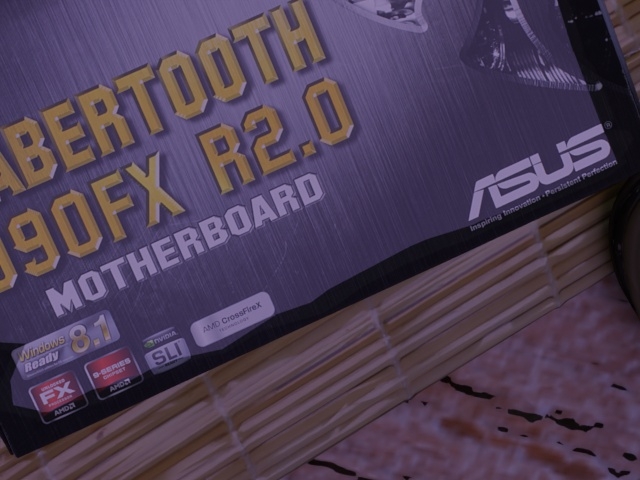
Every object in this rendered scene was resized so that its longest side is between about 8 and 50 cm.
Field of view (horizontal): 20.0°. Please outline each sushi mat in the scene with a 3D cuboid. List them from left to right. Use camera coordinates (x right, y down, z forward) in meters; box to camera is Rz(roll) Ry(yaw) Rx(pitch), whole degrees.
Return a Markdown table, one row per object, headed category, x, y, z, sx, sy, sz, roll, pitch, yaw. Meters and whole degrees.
| category | x | y | z | sx | sy | sz | roll | pitch | yaw |
| --- | --- | --- | --- | --- | --- | --- | --- | --- | --- |
| sushi mat | 0.000 | 0.000 | 0.644 | 0.316 | 0.019 | 0.151 | -31 | 114 | -5 |

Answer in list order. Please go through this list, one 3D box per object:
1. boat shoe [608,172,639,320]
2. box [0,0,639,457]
| category | x | y | z | sx | sy | sz | roll | pitch | yaw |
| --- | --- | --- | --- | --- | --- | --- | --- | --- | --- |
| boat shoe | 0.224 | 0.088 | 0.683 | 0.122 | 0.120 | 0.324 | -43 | 121 | 2 |
| box | -0.031 | -0.063 | 0.575 | 0.231 | 0.056 | 0.183 | -24 | 105 | -7 |
